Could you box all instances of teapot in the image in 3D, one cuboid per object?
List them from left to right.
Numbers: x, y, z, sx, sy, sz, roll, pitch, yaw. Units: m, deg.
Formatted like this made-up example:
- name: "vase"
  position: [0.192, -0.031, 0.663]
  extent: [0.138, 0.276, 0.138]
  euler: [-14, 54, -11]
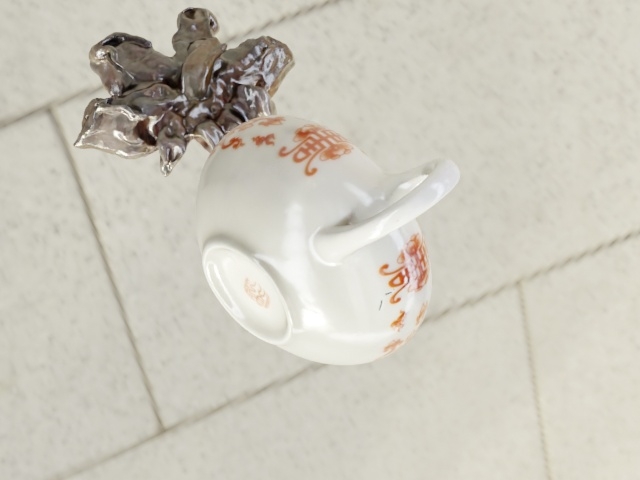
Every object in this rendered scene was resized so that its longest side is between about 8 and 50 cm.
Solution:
- name: "teapot"
  position: [0.000, 0.000, 1.035]
  extent: [0.116, 0.245, 0.159]
  euler: [-26, 98, -34]

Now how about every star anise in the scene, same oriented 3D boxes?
- name: "star anise"
  position: [-0.142, -0.167, 1.870]
  extent: [0.214, 0.220, 0.099]
  euler: [20, 145, 4]
